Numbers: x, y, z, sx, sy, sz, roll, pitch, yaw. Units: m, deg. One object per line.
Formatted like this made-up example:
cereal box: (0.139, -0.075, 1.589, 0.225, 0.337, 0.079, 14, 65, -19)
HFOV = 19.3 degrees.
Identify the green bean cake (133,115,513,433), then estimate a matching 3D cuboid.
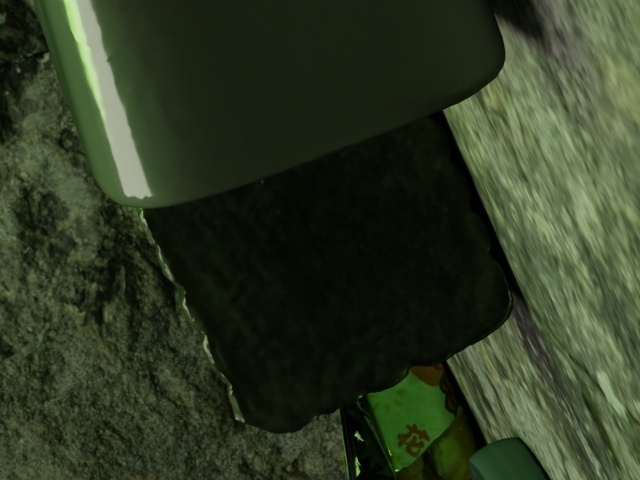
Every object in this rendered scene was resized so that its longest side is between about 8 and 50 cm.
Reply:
green bean cake: (0.000, 0.000, 1.110, 0.185, 0.183, 0.094, 64, 178, -13)

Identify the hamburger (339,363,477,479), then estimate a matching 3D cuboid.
hamburger: (0.083, 0.193, 1.745, 0.214, 0.125, 0.235, 58, -172, -68)

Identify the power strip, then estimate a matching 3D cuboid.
power strip: (0.167, 0.236, 1.466, 0.137, 0.044, 0.216, 60, 174, 50)

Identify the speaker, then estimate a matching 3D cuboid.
speaker: (-0.065, -0.177, 0.881, 0.406, 0.183, 0.184, -124, 14, -66)
